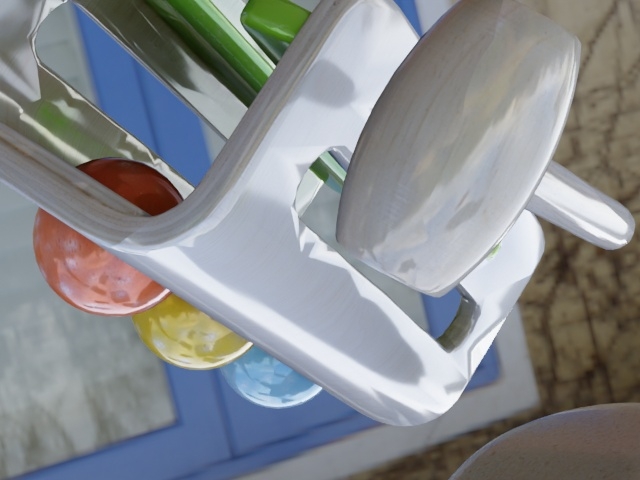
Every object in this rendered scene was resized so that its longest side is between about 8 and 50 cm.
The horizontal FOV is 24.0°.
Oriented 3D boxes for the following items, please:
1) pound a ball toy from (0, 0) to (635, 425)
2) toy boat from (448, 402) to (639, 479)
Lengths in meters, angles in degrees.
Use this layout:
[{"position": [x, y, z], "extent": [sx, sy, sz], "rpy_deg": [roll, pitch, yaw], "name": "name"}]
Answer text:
[{"position": [0.000, 0.000, 0.533], "extent": [0.208, 0.136, 0.319], "rpy_deg": [32, 176, 25], "name": "pound a ball toy"}, {"position": [0.105, 0.180, 0.605], "extent": [0.231, 0.151, 0.151], "rpy_deg": [-50, -158, -20], "name": "toy boat"}]
